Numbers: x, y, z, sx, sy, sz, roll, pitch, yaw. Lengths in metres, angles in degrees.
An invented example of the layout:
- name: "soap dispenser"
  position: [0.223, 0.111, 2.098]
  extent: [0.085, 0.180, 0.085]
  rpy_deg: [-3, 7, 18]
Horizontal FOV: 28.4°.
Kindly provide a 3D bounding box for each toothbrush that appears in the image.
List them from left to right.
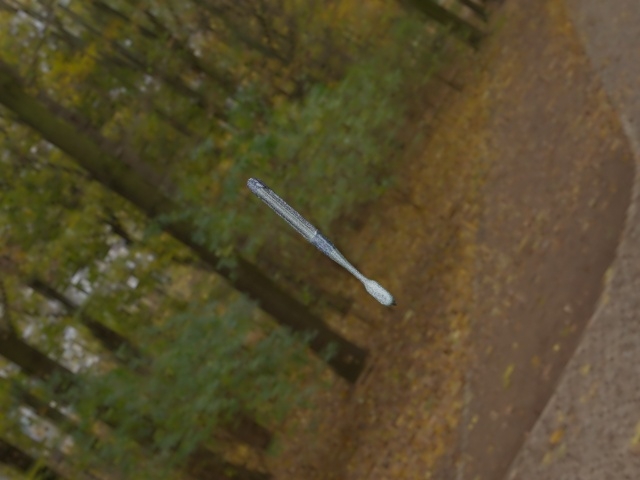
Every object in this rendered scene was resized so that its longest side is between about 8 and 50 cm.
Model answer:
- name: "toothbrush"
  position: [0.000, 0.000, 1.292]
  extent: [0.016, 0.219, 0.019]
  rpy_deg: [-53, -28, 7]
